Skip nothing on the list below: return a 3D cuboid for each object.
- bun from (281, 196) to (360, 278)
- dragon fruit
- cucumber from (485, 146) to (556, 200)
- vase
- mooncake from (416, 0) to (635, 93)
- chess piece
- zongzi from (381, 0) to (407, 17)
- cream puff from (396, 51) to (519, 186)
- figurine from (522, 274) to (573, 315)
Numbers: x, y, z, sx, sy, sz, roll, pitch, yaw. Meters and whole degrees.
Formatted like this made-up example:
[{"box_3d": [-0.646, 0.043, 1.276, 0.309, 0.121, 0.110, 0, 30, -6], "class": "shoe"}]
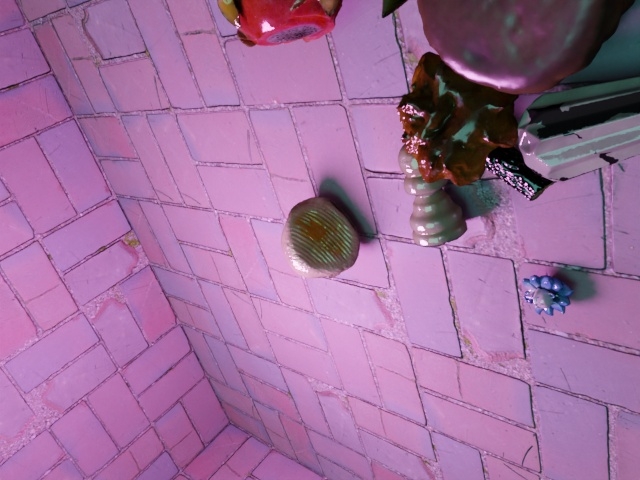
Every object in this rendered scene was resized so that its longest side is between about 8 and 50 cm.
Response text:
[{"box_3d": [0.000, 0.000, 1.570, 0.244, 0.243, 0.153, 52, 168, -2], "class": "bun"}, {"box_3d": [-0.075, -0.508, 1.106, 0.290, 0.290, 0.190, -17, 88, 52], "class": "dragon fruit"}, {"box_3d": [0.349, -0.188, 1.120, 0.300, 0.072, 0.072, 40, 143, 19], "class": "cucumber"}, {"box_3d": [0.514, -0.202, 0.869, 0.360, 0.165, 0.165, -10, 113, 47], "class": "vase"}, {"box_3d": [0.328, -0.409, 0.851, 0.323, 0.187, 0.324, 30, 140, 29], "class": "mooncake"}, {"box_3d": [0.250, -0.119, 1.252, 0.133, 0.133, 0.243, 1, 118, 47], "class": "chess piece"}, {"box_3d": [0.176, -0.506, 0.914, 0.094, 0.204, 0.205, 33, 144, -7], "class": "zongzi"}, {"box_3d": [0.261, -0.247, 1.048, 0.241, 0.154, 0.269, -33, 83, 30], "class": "cream puff"}, {"box_3d": [0.517, 0.121, 1.208, 0.114, 0.079, 0.114, 29, 135, 34], "class": "figurine"}]
